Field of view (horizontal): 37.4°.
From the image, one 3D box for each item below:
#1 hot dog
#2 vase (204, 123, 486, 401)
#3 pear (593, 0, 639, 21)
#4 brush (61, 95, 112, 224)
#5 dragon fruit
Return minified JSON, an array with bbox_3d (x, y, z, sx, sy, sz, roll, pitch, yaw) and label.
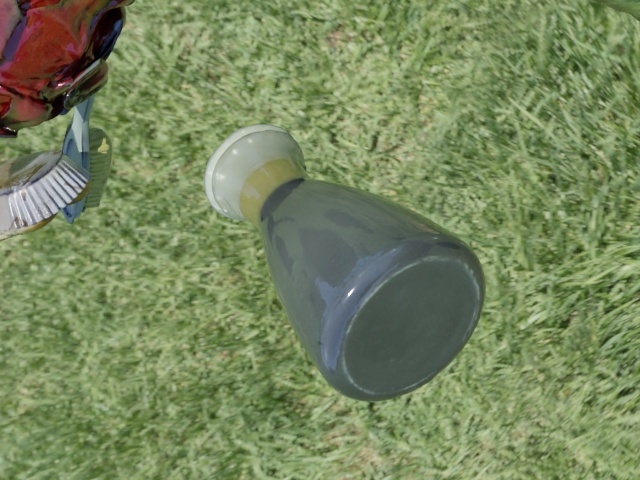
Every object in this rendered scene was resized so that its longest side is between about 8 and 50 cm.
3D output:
[{"bbox_3d":[-0.388,-0.052,1.156,0.268,0.144,0.075,-6,122,38],"label":"hot dog"},{"bbox_3d":[0.000,0.000,0.933,0.321,0.173,0.173,44,110,46],"label":"vase"},{"bbox_3d":[0.291,-0.273,0.588,0.255,0.164,0.238,1,81,45],"label":"pear"},{"bbox_3d":[-0.287,-0.133,1.192,0.068,0.060,0.297,56,145,27],"label":"brush"},{"bbox_3d":[-0.272,-0.226,0.868,0.293,0.234,0.234,-27,77,-2],"label":"dragon fruit"}]
